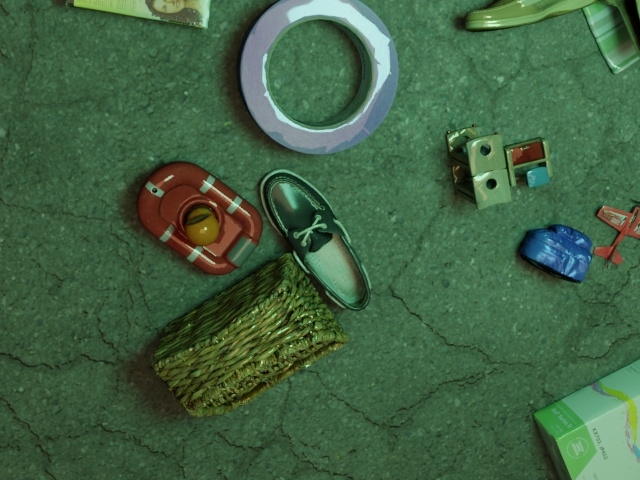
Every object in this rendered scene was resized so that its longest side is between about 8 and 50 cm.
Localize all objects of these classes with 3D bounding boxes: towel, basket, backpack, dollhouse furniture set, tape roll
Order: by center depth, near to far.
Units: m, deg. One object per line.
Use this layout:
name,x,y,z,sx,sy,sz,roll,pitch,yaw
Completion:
tape roll,-0.007,-0.292,1.430,0.274,0.090,0.275,-2,104,-9
basket,-0.115,0.206,1.451,0.299,0.213,0.223,-31,106,9
dollhouse furniture set,0.344,-0.152,1.506,0.183,0.129,0.129,-15,106,-5
towel,0.566,-0.405,1.538,0.113,0.023,0.152,-34,107,-1
backpack,0.454,0.017,1.590,0.120,0.098,0.101,20,91,-2

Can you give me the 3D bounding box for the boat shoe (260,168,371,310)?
boat shoe,0.000,0.000,1.503,0.114,0.091,0.302,-40,107,2

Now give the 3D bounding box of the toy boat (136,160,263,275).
toy boat,-0.209,-0.033,1.426,0.231,0.151,0.151,37,95,-17

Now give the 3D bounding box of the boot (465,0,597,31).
boot,0.356,-0.484,1.438,0.261,0.095,0.204,-19,108,-12

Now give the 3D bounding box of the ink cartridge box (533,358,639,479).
ink cartridge box,0.651,0.385,1.703,0.353,0.119,0.207,-27,107,-2

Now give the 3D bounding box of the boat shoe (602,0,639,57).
boat shoe,0.540,-0.457,1.436,0.098,0.109,0.302,-24,82,0

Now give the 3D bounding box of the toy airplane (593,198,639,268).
toy airplane,0.606,-0.011,1.642,0.151,0.028,0.151,-2,104,-8

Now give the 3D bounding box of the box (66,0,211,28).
box,-0.298,-0.413,1.363,0.232,0.058,0.087,6,103,-11
